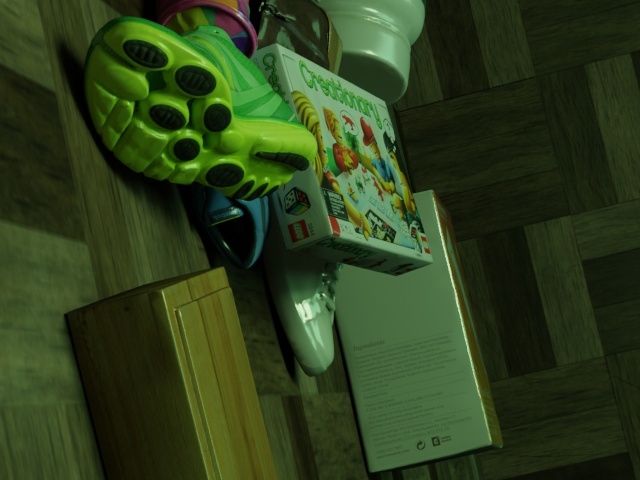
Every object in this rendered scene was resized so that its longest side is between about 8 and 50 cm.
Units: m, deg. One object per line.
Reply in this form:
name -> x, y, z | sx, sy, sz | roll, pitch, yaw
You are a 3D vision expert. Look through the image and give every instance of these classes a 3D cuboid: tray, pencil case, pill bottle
tray -> -0.067, 0.231, 1.130 | 0.203, 0.076, 0.411 | -23, 100, -81
pencil case -> -0.108, -0.250, 1.538 | 0.236, 0.104, 0.104 | -90, 164, -49
pill bottle -> 0.046, -0.373, 2.212 | 0.204, 0.204, 0.361 | 59, 33, -62

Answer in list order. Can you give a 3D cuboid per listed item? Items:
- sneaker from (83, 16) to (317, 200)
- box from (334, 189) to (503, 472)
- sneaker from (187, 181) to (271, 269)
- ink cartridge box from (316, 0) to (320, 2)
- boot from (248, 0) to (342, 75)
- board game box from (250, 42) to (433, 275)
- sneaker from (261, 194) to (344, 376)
sneaker -> -0.110, -0.114, 1.293 | 0.123, 0.109, 0.295 | 55, 11, 24
box -> 0.123, 0.129, 2.182 | 0.215, 0.168, 0.345 | 34, 43, -77
sneaker -> -0.092, -0.069, 1.443 | 0.082, 0.069, 0.209 | -91, 165, -58
ink cartridge box -> -0.047, -0.364, 1.957 | 0.150, 0.063, 0.109 | 39, 4, 8
boot -> -0.044, -0.187, 1.948 | 0.207, 0.090, 0.248 | 33, 56, -56
board game box -> 0.020, -0.072, 1.620 | 0.305, 0.053, 0.193 | 14, 57, -68
sneaker -> 0.000, 0.000, 1.759 | 0.106, 0.123, 0.290 | 56, 23, -72
